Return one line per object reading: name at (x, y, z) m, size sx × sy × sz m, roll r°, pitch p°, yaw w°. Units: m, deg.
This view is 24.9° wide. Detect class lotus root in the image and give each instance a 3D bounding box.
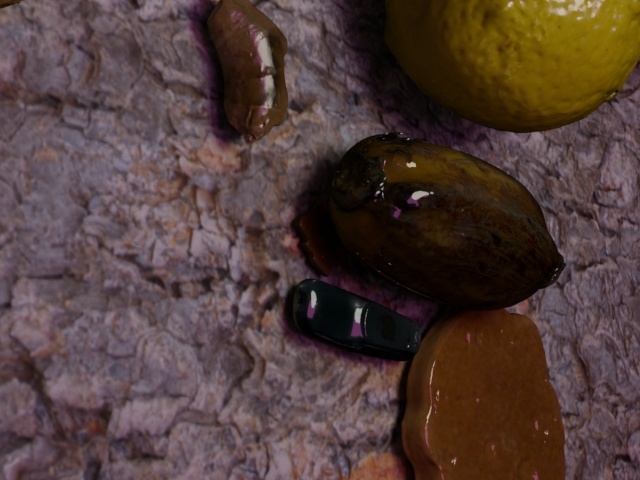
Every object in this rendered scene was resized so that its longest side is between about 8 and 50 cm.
lotus root at (0.172, -0.020, 1.871) m, size 0.397 × 0.179 × 0.195 m, roll 24°, pitch 54°, yaw -39°

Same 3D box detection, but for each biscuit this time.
biscuit at (0.225, 0.261, 1.972) m, size 0.312 × 0.057 × 0.351 m, roll -25°, pitch 100°, yaw -45°
biscuit at (0.000, 0.000, 1.811) m, size 0.082 × 0.016 × 0.092 m, roll -11°, pitch 92°, yaw -51°

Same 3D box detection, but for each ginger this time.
ginger at (-0.085, -0.209, 1.719) m, size 0.095 × 0.069 × 0.190 m, roll -5°, pitch 86°, yaw -51°

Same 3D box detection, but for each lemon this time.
lemon at (0.251, -0.322, 1.898) m, size 0.387 × 0.350 × 0.349 m, roll 25°, pitch 64°, yaw -20°

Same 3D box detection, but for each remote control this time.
remote control at (0.048, 0.104, 1.824) m, size 0.222 × 0.042 × 0.072 m, roll 22°, pitch 66°, yaw -42°

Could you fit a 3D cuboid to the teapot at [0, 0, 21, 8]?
teapot at (-0.352, -0.333, 1.410) m, size 0.311 × 0.167 × 0.203 m, roll 31°, pitch 104°, yaw -12°
